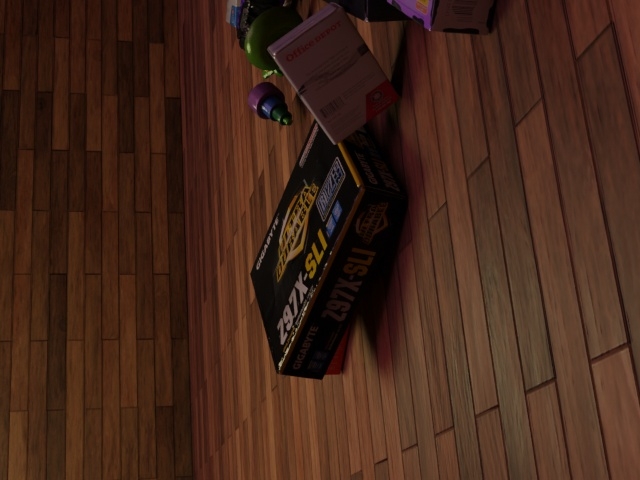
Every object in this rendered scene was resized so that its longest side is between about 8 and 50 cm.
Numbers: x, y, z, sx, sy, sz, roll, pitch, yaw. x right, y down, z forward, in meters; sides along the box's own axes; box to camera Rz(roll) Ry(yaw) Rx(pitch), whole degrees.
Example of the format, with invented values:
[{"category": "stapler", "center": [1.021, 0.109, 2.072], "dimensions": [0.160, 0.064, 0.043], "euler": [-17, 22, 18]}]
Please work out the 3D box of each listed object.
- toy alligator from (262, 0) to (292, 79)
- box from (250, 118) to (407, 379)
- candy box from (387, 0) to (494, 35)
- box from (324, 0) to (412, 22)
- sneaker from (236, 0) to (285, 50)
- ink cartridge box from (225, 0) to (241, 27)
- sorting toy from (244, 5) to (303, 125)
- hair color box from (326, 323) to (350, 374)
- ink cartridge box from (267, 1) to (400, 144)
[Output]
[{"category": "toy alligator", "center": [-0.071, -0.383, 1.885], "dimensions": [0.051, 0.056, 0.190], "euler": [37, 134, 14]}, {"category": "box", "center": [0.000, 0.000, 1.398], "dimensions": [0.257, 0.079, 0.322], "euler": [-113, 41, -53]}, {"category": "candy box", "center": [0.136, -0.335, 1.025], "dimensions": [0.165, 0.070, 0.196], "euler": [-117, 30, -61]}, {"category": "box", "center": [0.045, -0.476, 1.278], "dimensions": [0.395, 0.097, 0.318], "euler": [-122, 29, -65]}, {"category": "sneaker", "center": [-0.112, -0.447, 1.888], "dimensions": [0.293, 0.102, 0.146], "euler": [126, 156, -79]}, {"category": "ink cartridge box", "center": [-0.163, -0.604, 2.176], "dimensions": [0.134, 0.078, 0.231], "euler": [-128, 41, -67]}, {"category": "sorting toy", "center": [-0.050, -0.363, 1.731], "dimensions": [0.126, 0.127, 0.366], "euler": [46, 136, 38]}, {"category": "hair color box", "center": [0.011, 0.121, 1.526], "dimensions": [0.093, 0.053, 0.167], "euler": [-111, 25, -55]}, {"category": "ink cartridge box", "center": [0.017, -0.222, 1.269], "dimensions": [0.150, 0.109, 0.063], "euler": [54, -176, -24]}]
